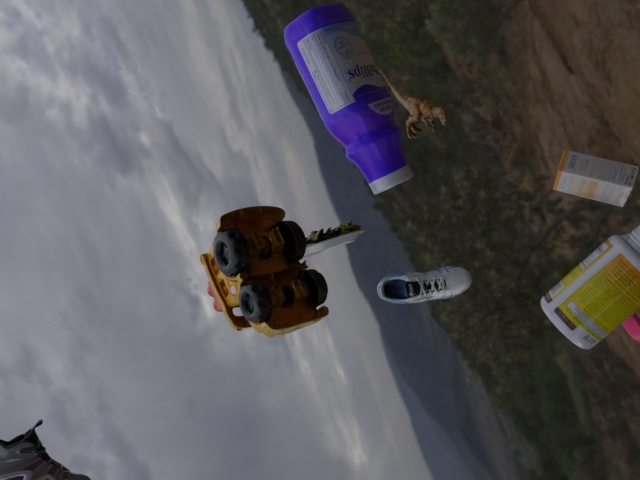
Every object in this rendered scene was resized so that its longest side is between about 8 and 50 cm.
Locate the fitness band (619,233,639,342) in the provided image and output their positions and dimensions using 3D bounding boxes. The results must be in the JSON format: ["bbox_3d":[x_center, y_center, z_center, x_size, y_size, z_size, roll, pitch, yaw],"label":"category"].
[{"bbox_3d":[0.753,0.102,1.611,0.209,0.054,0.291,50,-131,-16],"label":"fitness band"}]

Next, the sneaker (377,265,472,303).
[{"bbox_3d":[0.257,0.115,1.725,0.086,0.237,0.085,-38,-62,-71],"label":"sneaker"}]

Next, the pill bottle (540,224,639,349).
[{"bbox_3d":[0.482,0.073,1.154,0.117,0.215,0.117,38,-161,-16],"label":"pill bottle"}]

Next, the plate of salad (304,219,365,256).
[{"bbox_3d":[0.000,0.000,1.502,0.200,0.200,0.048,11,-119,-85],"label":"plate of salad"}]

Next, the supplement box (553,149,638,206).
[{"bbox_3d":[0.376,-0.085,0.954,0.062,0.098,0.036,65,-135,-66],"label":"supplement box"}]

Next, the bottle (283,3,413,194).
[{"bbox_3d":[0.050,-0.209,1.041,0.118,0.092,0.282,-28,-87,-49],"label":"bottle"}]

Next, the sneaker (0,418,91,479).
[{"bbox_3d":[-0.260,0.201,0.647,0.038,0.098,0.069,-2,79,62],"label":"sneaker"}]

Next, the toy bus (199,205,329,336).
[{"bbox_3d":[-0.116,0.083,1.193,0.149,0.211,0.220,-9,-116,-41],"label":"toy bus"}]

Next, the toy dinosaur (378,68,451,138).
[{"bbox_3d":[0.211,-0.292,1.538,0.211,0.064,0.112,36,129,35],"label":"toy dinosaur"}]
